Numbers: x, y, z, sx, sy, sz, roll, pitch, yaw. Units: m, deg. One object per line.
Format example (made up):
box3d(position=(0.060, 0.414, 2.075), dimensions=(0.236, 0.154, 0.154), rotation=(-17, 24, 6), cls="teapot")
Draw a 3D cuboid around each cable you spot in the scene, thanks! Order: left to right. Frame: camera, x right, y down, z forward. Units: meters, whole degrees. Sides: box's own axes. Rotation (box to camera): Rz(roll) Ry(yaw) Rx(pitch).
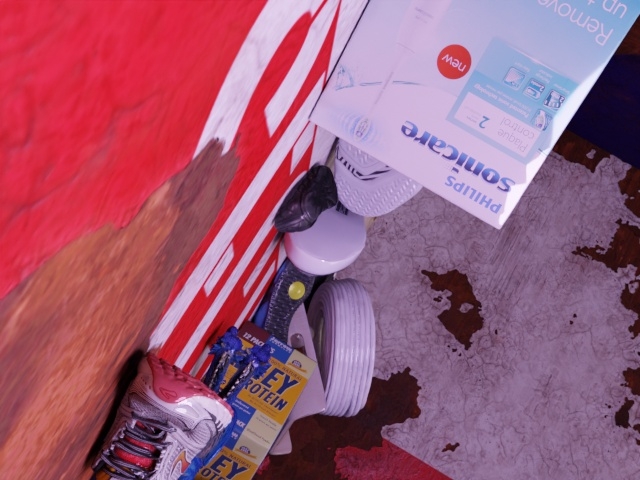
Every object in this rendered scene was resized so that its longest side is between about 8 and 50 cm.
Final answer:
box3d(position=(0.032, 0.195, 1.352), dimensions=(0.257, 0.089, 0.257), rotation=(-96, -164, -44), cls="cable")

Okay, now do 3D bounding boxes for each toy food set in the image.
box3d(position=(-0.060, 0.264, 1.386), dimensions=(0.306, 0.092, 0.220), rotation=(113, -33, -58), cls="toy food set")

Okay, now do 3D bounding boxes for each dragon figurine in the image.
box3d(position=(-0.151, 0.224, 0.842), dimensions=(0.289, 0.085, 0.144), rotation=(-56, 175, -49), cls="dragon figurine")

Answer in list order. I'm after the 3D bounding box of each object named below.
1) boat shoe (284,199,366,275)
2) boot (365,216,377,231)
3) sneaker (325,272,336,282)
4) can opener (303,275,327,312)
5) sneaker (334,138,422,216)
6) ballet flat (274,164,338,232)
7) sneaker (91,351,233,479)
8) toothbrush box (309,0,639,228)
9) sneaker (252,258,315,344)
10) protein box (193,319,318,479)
box3d(position=(0.000, 0.000, 1.051), dimensions=(0.102, 0.108, 0.301), rotation=(-63, -177, 22), cls="boat shoe")
box3d(position=(0.081, -0.051, 1.777), dimensions=(0.203, 0.095, 0.262), rotation=(-56, 179, -34), cls="boot")
box3d(position=(-0.003, 0.064, 1.681), dimensions=(0.106, 0.078, 0.234), rotation=(-52, 168, -46), cls="sneaker")
box3d(position=(-0.030, 0.054, 1.405), dimensions=(0.093, 0.074, 0.280), rotation=(-17, 150, -29), cls="can opener")
box3d(position=(0.145, -0.209, 1.016), dimensions=(0.366, 0.137, 0.210), rotation=(-65, 172, 23), cls="sneaker")
box3d(position=(-0.014, -0.056, 0.908), dimensions=(0.049, 0.058, 0.173), rotation=(-17, -167, 21), cls="ballet flat")
box3d(position=(-0.137, 0.171, 0.604), dimensions=(0.093, 0.088, 0.225), rotation=(-55, 174, -37), cls="sneaker")
box3d(position=(0.157, -0.196, 0.700), dimensions=(0.296, 0.216, 0.126), rotation=(-60, 176, 20), cls="toothbrush box")
box3d(position=(-0.075, 0.109, 1.251), dimensions=(0.082, 0.069, 0.209), rotation=(29, -81, 61), cls="sneaker")
box3d(position=(-0.130, 0.276, 1.134), dimensions=(0.201, 0.136, 0.200), rotation=(-62, 175, 36), cls="protein box")
